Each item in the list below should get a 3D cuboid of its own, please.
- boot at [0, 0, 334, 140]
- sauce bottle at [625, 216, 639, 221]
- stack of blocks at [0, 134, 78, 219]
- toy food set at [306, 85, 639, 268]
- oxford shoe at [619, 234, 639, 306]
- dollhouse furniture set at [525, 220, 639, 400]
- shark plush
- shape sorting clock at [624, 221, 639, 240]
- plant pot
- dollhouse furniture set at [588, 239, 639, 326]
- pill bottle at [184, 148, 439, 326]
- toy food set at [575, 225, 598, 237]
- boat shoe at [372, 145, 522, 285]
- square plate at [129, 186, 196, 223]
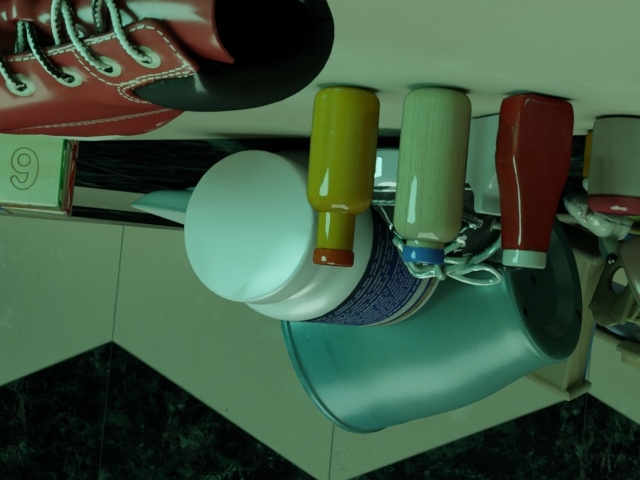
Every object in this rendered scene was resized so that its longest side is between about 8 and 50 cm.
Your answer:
[{"bbox_3d":[-0.124,-0.074,0.368,0.244,0.088,0.176,-3,-177,-36],"label":"boot"},{"bbox_3d":[0.265,-0.035,0.922,0.042,0.042,0.128,5,177,-2],"label":"sauce bottle"},{"bbox_3d":[-0.306,-0.074,0.709,0.297,0.087,0.171,6,178,-10],"label":"stack of blocks"},{"bbox_3d":[0.112,-0.027,0.677,0.232,0.104,0.111,6,177,-26],"label":"toy food set"},{"bbox_3d":[0.358,0.011,0.972,0.130,0.123,0.348,-29,178,24],"label":"oxford shoe"},{"bbox_3d":[0.346,0.037,1.510,0.303,0.198,0.286,-16,-148,-40],"label":"dollhouse furniture set"},{"bbox_3d":[0.276,-0.038,1.095,0.067,0.073,0.161,24,-157,12],"label":"shark plush"},{"bbox_3d":[0.447,0.001,1.405,0.206,0.040,0.206,17,-179,0],"label":"shape sorting clock"},{"bbox_3d":[0.134,0.060,1.228,0.255,0.272,0.271,-15,166,35],"label":"plant pot"},{"bbox_3d":[0.436,0.085,1.287,0.182,0.101,0.161,16,-172,-29],"label":"dollhouse furniture set"},{"bbox_3d":[0.000,0.000,1.019,0.153,0.153,0.264,4,177,28],"label":"pill bottle"},{"bbox_3d":[0.396,-0.007,1.587,0.082,0.020,0.083,4,177,30],"label":"toy food set"},{"bbox_3d":[0.110,-0.017,0.947,0.113,0.105,0.306,4,178,23],"label":"boat shoe"},{"bbox_3d":[-0.026,-0.020,1.560,0.347,0.049,0.344,6,173,35],"label":"square plate"}]
